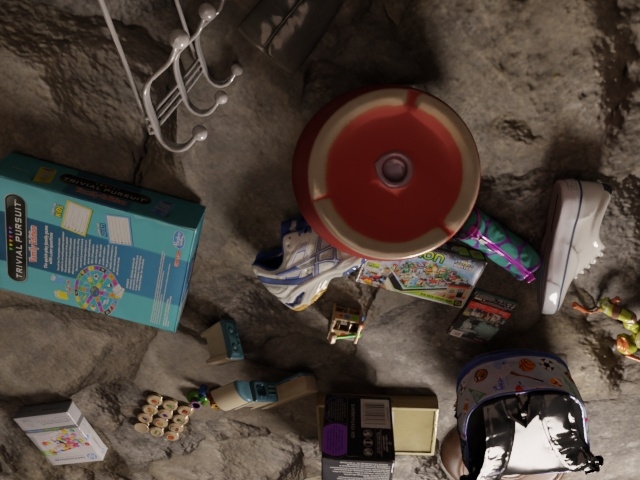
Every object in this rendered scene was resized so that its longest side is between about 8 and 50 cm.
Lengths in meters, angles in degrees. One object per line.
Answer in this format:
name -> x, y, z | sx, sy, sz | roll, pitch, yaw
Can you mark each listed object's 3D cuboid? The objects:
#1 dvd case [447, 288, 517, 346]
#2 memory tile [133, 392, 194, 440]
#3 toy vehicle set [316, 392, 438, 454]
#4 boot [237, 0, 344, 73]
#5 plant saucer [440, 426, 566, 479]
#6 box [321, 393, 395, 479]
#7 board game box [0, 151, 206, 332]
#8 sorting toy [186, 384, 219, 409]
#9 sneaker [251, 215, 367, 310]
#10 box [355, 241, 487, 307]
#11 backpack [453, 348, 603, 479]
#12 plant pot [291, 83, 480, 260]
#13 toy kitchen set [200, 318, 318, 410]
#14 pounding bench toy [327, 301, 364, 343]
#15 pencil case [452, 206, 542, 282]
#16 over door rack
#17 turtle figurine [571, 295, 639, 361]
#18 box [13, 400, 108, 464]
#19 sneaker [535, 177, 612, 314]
dvd case -> 0.310, 0.151, 1.080 | 0.087, 0.013, 0.119 | 18, 123, -8
memory tile -> -0.370, 0.417, 1.312 | 0.113, 0.012, 0.148 | 24, 123, -11
toy vehicle set -> 0.126, 0.416, 1.260 | 0.267, 0.035, 0.165 | 1, 124, 4
boot -> -0.037, -0.352, 0.735 | 0.190, 0.076, 0.209 | 42, 124, -20
plant saucer -> 0.439, 0.511, 1.297 | 0.311, 0.050, 0.310 | 2, 126, 3
box -> 0.075, 0.476, 1.182 | 0.144, 0.165, 0.270 | 2, 125, 3
board game box -> -0.396, 0.012, 0.996 | 0.337, 0.079, 0.253 | 16, 125, -7
sorting toy -> -0.256, 0.357, 1.245 | 0.102, 0.042, 0.061 | -14, 122, 13
sneaker -> 0.000, 0.000, 0.942 | 0.131, 0.111, 0.296 | 39, 116, -15
box -> 0.177, 0.047, 1.004 | 0.207, 0.036, 0.114 | 14, 124, -5
backpack -> 0.383, 0.327, 1.079 | 0.277, 0.213, 0.263 | -12, 131, 5
plant pot -> 0.088, -0.089, 0.741 | 0.275, 0.243, 0.274 | 0, 97, 3
toy kitchen set -> -0.123, 0.250, 1.152 | 0.122, 0.165, 0.207 | -26, 155, 21
pounding bench toy -> 0.049, 0.169, 1.068 | 0.065, 0.083, 0.052 | 12, 124, -3
pencil case -> 0.301, 0.008, 0.948 | 0.152, 0.070, 0.064 | 31, 124, -16
over door rack -> -0.195, -0.301, 0.670 | 0.108, 0.239, 0.324 | -16, 122, 17
turtle figurine -> 0.608, 0.143, 1.007 | 0.270, 0.087, 0.217 | 33, 120, -17
box -> -0.624, 0.468, 1.350 | 0.145, 0.038, 0.186 | -9, 124, 11
sneaker -> 0.422, 0.020, 0.933 | 0.092, 0.094, 0.257 | 3, 124, 7
